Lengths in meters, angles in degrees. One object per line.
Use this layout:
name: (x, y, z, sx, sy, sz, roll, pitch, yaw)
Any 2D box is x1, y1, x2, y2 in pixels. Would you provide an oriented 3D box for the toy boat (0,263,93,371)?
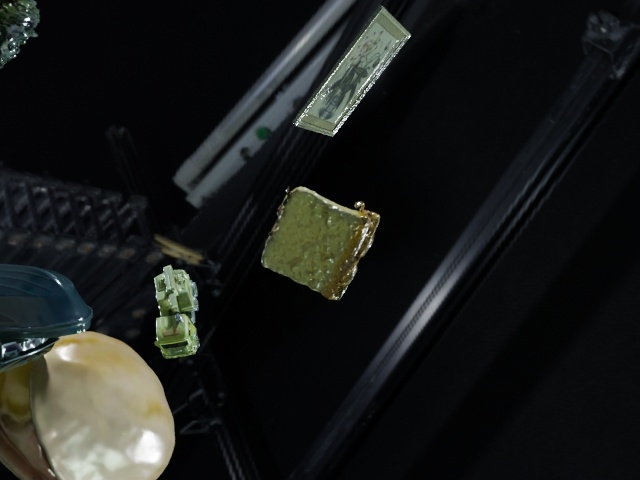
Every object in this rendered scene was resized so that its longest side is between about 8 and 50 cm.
toy boat: (-0.380, 0.083, 0.823, 0.296, 0.114, 0.122, 5, -75, 29)

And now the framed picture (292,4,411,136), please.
framed picture: (0.056, -0.276, 1.179, 0.010, 0.173, 0.231, 43, -73, 16)

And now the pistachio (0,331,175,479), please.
pistachio: (-0.331, 0.251, 0.962, 0.230, 0.309, 0.230, -15, -134, 15)

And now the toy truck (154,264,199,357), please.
toy truck: (-0.279, 0.130, 1.336, 0.077, 0.100, 0.169, -8, -123, 1)

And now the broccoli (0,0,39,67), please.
broccoli: (-0.432, -0.298, 0.704, 0.145, 0.304, 0.165, -6, -139, 39)

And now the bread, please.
bread: (0.000, 0.000, 1.005, 0.147, 0.127, 0.152, 21, -90, -4)
